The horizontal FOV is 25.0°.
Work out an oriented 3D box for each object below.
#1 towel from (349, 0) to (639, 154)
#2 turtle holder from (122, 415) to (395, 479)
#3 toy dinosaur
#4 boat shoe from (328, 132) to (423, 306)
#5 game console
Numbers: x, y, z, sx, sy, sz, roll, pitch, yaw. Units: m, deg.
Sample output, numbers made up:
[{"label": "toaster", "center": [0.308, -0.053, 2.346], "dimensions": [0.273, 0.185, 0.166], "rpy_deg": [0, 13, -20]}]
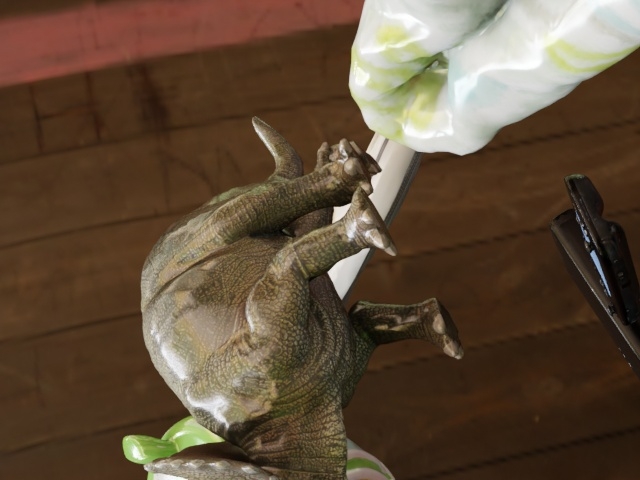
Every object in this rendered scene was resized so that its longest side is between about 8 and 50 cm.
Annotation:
[{"label": "towel", "center": [0.168, -0.210, 0.422], "dimensions": [0.090, 0.374, 0.320], "rpy_deg": [41, -120, -8]}, {"label": "turtle holder", "center": [-0.029, 0.270, 1.370], "dimensions": [0.227, 0.320, 0.243], "rpy_deg": [-5, -102, -33]}, {"label": "toy dinosaur", "center": [-0.033, 0.025, 0.706], "dimensions": [0.160, 0.121, 0.313], "rpy_deg": [-31, -132, 8]}, {"label": "boat shoe", "center": [0.000, 0.000, 1.032], "dimensions": [0.076, 0.226, 0.083], "rpy_deg": [28, -165, 6]}, {"label": "game console", "center": [0.295, 0.032, 1.498], "dimensions": [0.044, 0.361, 0.213], "rpy_deg": [-31, -120, 3]}]
